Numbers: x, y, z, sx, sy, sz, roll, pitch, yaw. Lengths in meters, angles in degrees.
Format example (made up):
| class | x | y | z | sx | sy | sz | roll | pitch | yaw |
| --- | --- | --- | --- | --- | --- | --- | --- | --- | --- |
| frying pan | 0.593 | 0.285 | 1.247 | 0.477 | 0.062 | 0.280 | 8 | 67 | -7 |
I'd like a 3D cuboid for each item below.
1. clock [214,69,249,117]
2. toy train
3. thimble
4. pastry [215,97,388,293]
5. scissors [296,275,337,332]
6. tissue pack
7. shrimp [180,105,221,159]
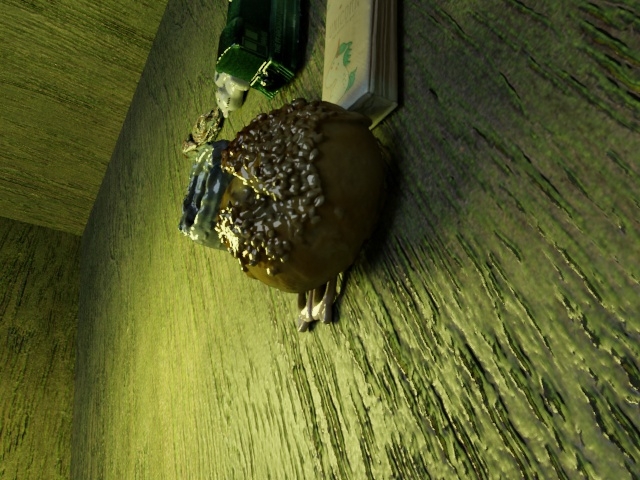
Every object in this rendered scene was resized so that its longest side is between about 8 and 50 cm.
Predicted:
| class | x | y | z | sx | sy | sz | roll | pitch | yaw |
| --- | --- | --- | --- | --- | --- | --- | --- | --- | --- |
| clock | -0.247 | -0.422 | 1.877 | 0.117 | 0.080 | 0.176 | -56 | 33 | 33 |
| toy train | -0.136 | -0.493 | 1.587 | 0.138 | 0.178 | 0.330 | -37 | 45 | 52 |
| thimble | -0.195 | -0.092 | 1.485 | 0.205 | 0.172 | 0.236 | 40 | 114 | 65 |
| pastry | -0.047 | -0.077 | 1.084 | 0.285 | 0.184 | 0.315 | 31 | 101 | 37 |
| scissors | 0.000 | 0.000 | 1.210 | 0.160 | 0.024 | 0.317 | -30 | 50 | 56 |
| tissue pack | 0.069 | -0.341 | 1.213 | 0.170 | 0.071 | 0.325 | -38 | 43 | 54 |
| shrimp | -0.331 | -0.329 | 1.995 | 0.232 | 0.079 | 0.090 | -55 | 36 | 25 |
